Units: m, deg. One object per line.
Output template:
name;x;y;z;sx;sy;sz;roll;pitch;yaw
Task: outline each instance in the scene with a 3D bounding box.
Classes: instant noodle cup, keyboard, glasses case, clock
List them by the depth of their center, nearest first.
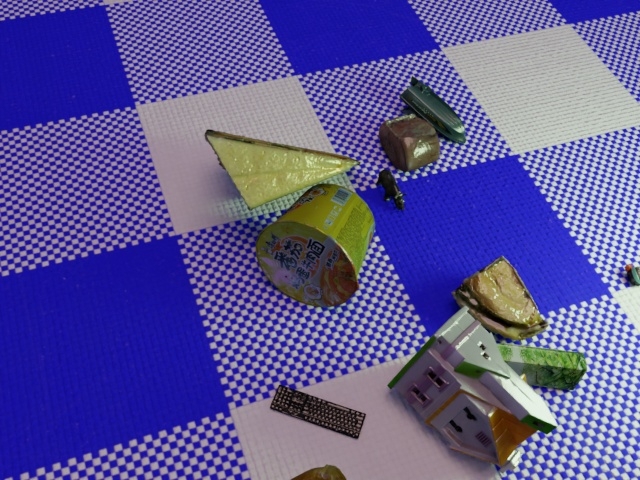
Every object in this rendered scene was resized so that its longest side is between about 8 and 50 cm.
clock;0.330;0.331;1.523;0.309;0.235;0.166;46;46;14
keyboard;-0.006;0.374;1.586;0.205;0.013;0.061;18;53;8
glasses case;0.454;0.279;1.647;0.272;0.095;0.062;7;49;0
instant noodle cup;0.000;0.000;1.731;0.264;0.264;0.200;21;46;11

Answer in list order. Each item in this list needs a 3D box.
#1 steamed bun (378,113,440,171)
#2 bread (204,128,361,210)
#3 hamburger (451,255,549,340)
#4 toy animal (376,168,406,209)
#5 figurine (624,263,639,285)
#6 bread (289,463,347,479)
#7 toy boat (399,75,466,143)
steamed bun;0.256;-0.285;2.043;0.145;0.106;0.175;-21;56;-19
bread;-0.082;-0.230;1.816;0.405;0.346;0.242;-25;104;-13
hamburger;0.430;0.161;1.732;0.155;0.135;0.207;-36;77;-9
toy animal;0.194;-0.134;1.951;0.047;0.065;0.135;-14;57;-14
figurine;0.837;0.084;1.855;0.106;0.047;0.059;-4;63;-10
bread;-0.026;0.558;1.352;0.246;0.176;0.195;-28;49;-6
toy boat;0.337;-0.370;2.134;0.246;0.103;0.093;44;47;9
